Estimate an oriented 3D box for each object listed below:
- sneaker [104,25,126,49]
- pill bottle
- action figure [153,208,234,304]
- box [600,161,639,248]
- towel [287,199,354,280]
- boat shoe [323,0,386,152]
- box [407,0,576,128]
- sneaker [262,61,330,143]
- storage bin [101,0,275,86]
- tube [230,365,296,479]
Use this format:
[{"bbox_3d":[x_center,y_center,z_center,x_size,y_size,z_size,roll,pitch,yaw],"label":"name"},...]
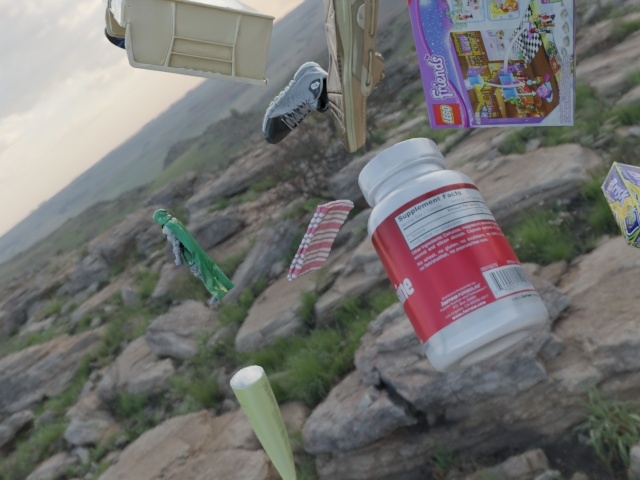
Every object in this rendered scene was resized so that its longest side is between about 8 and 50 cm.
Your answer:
[{"bbox_3d":[-0.362,-0.472,1.474,0.211,0.080,0.081,-14,59,-6],"label":"sneaker"},{"bbox_3d":[0.229,0.020,1.279,0.229,0.408,0.229,-20,-23,-9],"label":"pill bottle"},{"bbox_3d":[-0.282,0.029,1.467,0.063,0.232,0.137,-35,3,4],"label":"action figure"},{"bbox_3d":[0.501,-0.056,1.076,0.169,0.059,0.054,-83,5,-53],"label":"box"},{"bbox_3d":[0.000,0.000,1.536,0.144,0.029,0.197,-16,-46,-62],"label":"towel"},{"bbox_3d":[0.077,-0.338,1.342,0.110,0.341,0.122,-11,31,-11],"label":"boat shoe"},{"bbox_3d":[0.224,-0.276,0.881,0.200,0.293,0.057,3,49,22],"label":"box"},{"bbox_3d":[-0.048,-0.320,1.660,0.132,0.086,0.229,42,103,43],"label":"sneaker"},{"bbox_3d":[-0.247,-0.386,1.232,0.262,0.260,0.123,49,132,54],"label":"storage bin"},{"bbox_3d":[-0.085,0.329,1.172,0.062,0.240,0.070,-3,29,37],"label":"tube"}]
